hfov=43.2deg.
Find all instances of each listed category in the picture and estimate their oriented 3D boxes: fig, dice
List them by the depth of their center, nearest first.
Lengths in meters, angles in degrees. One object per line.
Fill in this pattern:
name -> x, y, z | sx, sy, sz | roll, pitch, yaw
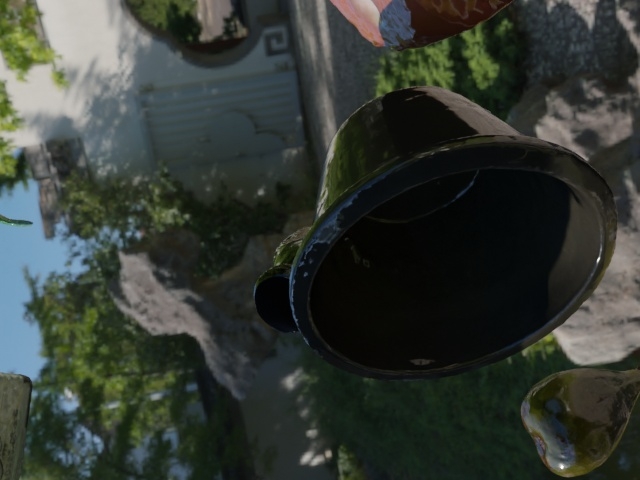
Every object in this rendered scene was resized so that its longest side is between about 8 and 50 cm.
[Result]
dice -> 0.083, -0.278, 0.700 | 0.175, 0.174, 0.179 | 39, 163, 56
fig -> 0.364, 0.239, 1.100 | 0.133, 0.185, 0.126 | 54, 143, 38

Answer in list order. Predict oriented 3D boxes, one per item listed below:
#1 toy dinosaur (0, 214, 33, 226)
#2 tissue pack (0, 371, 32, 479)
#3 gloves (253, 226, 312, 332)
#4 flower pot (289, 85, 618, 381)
toy dinosaur -> -0.145, -0.025, 0.271 | 0.062, 0.083, 0.021 | 63, -139, -81
tissue pack -> -0.465, 0.230, 0.906 | 0.081, 0.257, 0.185 | 33, -119, -71
gloves -> 0.005, 0.013, 0.918 | 0.107, 0.135, 0.268 | 61, -149, -23
flower pot -> 0.094, -0.020, 0.687 | 0.166, 0.269, 0.269 | -104, 5, -46
